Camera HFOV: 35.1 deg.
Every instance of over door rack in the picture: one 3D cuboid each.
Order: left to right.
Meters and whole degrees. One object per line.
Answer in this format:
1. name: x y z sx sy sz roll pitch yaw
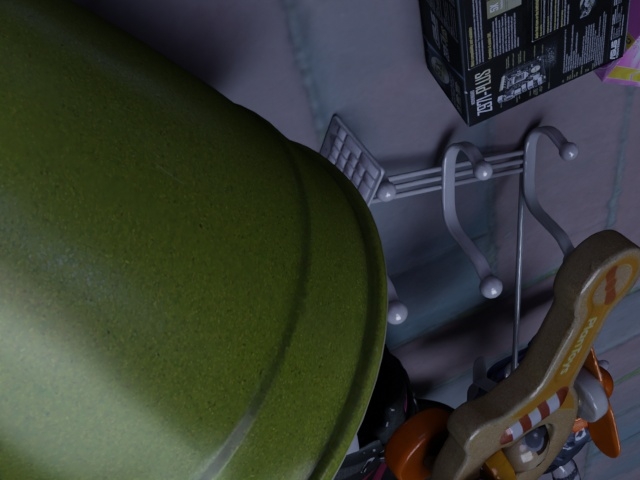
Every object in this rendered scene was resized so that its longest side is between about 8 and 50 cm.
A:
1. over door rack: 0.131 0.062 0.991 0.239 0.108 0.324 -12 124 -30

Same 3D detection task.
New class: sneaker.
1. sneaker: 0.054 0.227 1.196 0.202 0.185 0.482 -40 147 24

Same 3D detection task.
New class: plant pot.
1. plant pot: -0.207 -0.002 0.571 0.366 0.366 0.353 -35 135 12

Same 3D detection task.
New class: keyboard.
1. keyboard: 0.000 0.000 0.937 0.014 0.072 0.256 -14 146 -29

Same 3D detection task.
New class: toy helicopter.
1. toy helicopter: 0.224 0.137 0.969 0.235 0.140 0.355 -9 133 -34

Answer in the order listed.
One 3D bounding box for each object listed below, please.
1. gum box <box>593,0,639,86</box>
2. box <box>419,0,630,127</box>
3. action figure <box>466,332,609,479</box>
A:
1. gum box: 0.331 -0.194 0.914 0.188 0.062 0.107 -1 139 -36
2. box: 0.155 -0.193 0.771 0.147 0.077 0.180 -25 148 -4
3. action figure: 0.310 0.209 1.282 0.341 0.178 0.330 -41 153 -20
